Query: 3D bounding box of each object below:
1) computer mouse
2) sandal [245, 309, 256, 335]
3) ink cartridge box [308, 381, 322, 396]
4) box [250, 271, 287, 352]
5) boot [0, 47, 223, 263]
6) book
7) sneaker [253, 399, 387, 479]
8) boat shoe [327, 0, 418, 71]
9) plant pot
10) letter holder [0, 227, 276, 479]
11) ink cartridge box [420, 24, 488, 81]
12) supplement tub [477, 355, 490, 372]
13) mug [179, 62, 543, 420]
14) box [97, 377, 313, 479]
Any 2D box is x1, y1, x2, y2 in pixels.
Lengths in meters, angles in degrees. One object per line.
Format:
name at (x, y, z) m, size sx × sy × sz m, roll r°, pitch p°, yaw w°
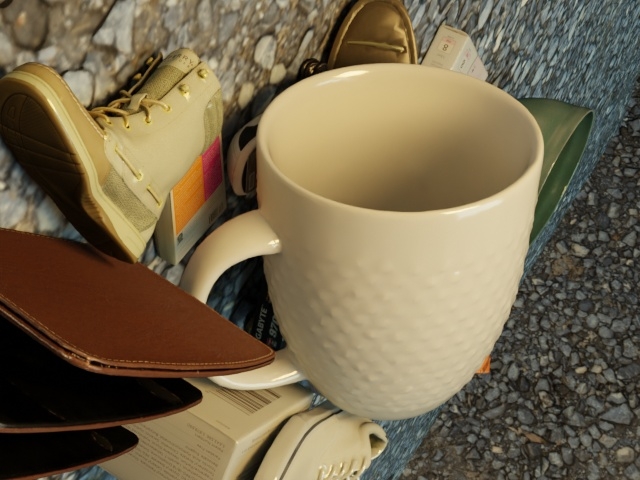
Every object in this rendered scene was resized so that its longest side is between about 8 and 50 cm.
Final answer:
computer mouse at (-0.053, -0.118, 0.985) m, size 0.193 × 0.042 × 0.106 m, roll -45°, pitch 154°, yaw -45°
sandal at (-0.052, 0.128, 1.292) m, size 0.072 × 0.049 × 0.180 m, roll -61°, pitch 160°, yaw -2°
ink cartridge box at (0.061, 0.087, 1.455) m, size 0.311 × 0.065 × 0.186 m, roll -61°, pitch 162°, yaw -24°
box at (-0.005, 0.038, 1.212) m, size 0.220 × 0.051 × 0.175 m, roll -34°, pitch 144°, yaw -54°
boot at (-0.154, -0.100, 0.713) m, size 0.165 × 0.077 × 0.213 m, roll -57°, pitch 153°, yaw -24°
book at (-0.129, -0.054, 0.897) m, size 0.096 × 0.035 × 0.144 m, roll -51°, pitch 158°, yaw -34°
sneaker at (0.007, 0.237, 0.987) m, size 0.258 × 0.091 × 0.094 m, roll -24°, pitch 137°, yaw -64°
boat shoe at (0.057, -0.147, 1.109) m, size 0.104 × 0.110 × 0.307 m, roll -87°, pitch -179°, yaw -71°
plant pot at (0.369, -0.154, 1.732) m, size 0.293 × 0.196 × 0.293 m, roll -50°, pitch 158°, yaw -29°
letter holder at (-0.190, 0.104, 0.685) m, size 0.152 × 0.214 × 0.302 m, roll -63°, pitch 160°, yaw 3°
ink cartridge box at (0.176, -0.198, 1.419) m, size 0.232 × 0.066 × 0.189 m, roll -66°, pitch 160°, yaw 0°
supplement tub at (0.162, 0.037, 1.311) m, size 0.193 × 0.193 × 0.316 m, roll 22°, pitch 64°, yaw -70°
mug at (0.031, 0.035, 0.944) m, size 0.374 × 0.276 × 0.328 m, roll -17°, pitch 132°, yaw -20°
box at (-0.135, 0.197, 0.990) m, size 0.181 × 0.182 × 0.119 m, roll -15°, pitch 129°, yaw -64°
